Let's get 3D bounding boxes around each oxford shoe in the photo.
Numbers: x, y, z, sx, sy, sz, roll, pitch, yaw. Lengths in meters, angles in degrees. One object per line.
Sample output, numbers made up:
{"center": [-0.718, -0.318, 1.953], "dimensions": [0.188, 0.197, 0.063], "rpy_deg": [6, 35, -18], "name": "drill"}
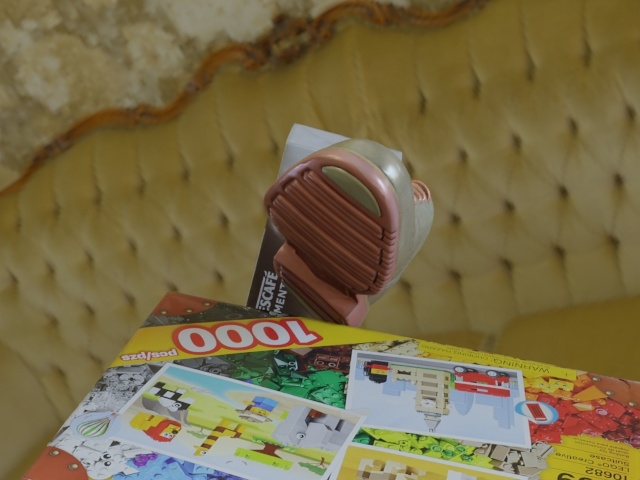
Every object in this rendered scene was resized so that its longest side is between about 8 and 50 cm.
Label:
{"center": [0.039, -0.028, 1.247], "dimensions": [0.146, 0.140, 0.397], "rpy_deg": [-46, -6, -15], "name": "oxford shoe"}

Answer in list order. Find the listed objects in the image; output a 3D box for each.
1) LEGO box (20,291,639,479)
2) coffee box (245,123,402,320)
{"center": [0.031, 0.248, 1.177], "dimensions": [0.500, 0.193, 0.372], "rpy_deg": [10, 25, 9], "name": "LEGO box"}
{"center": [0.000, 0.000, 1.568], "dimensions": [0.141, 0.247, 0.098], "rpy_deg": [16, 19, -1], "name": "coffee box"}
